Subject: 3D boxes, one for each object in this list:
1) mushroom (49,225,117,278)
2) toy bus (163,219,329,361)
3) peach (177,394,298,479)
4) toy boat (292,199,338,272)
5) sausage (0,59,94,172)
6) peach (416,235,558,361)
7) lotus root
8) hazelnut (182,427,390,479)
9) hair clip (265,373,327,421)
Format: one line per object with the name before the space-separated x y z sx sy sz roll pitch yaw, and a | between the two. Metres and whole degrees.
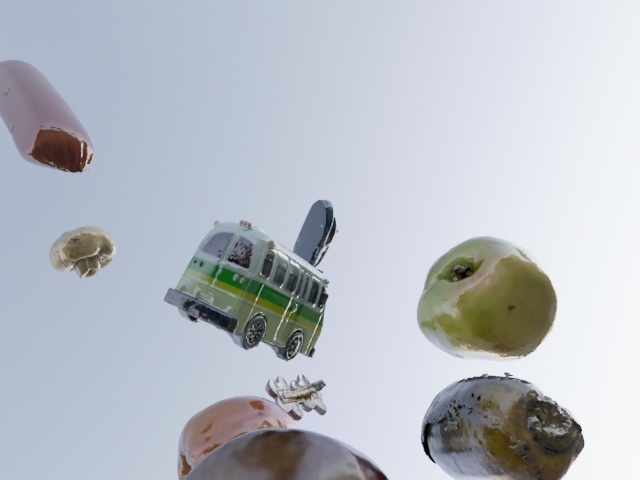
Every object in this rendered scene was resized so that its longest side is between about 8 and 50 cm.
mushroom | -0.553 0.028 1.239 0.148 0.148 0.112 -23 -103 -26
toy bus | -0.088 0.085 0.826 0.164 0.134 0.276 -66 -28 -8
peach | -0.175 0.536 1.251 0.302 0.343 0.342 2 -72 -20
toy boat | 0.000 0.000 1.636 0.092 0.134 0.298 6 -44 -22
sausage | -0.458 -0.207 0.857 0.097 0.348 0.094 10 -66 -48
peach | 0.389 0.140 1.236 0.316 0.314 0.281 28 -120 -28
lotus root | 0.290 0.329 0.911 0.179 0.196 0.397 -32 -15 -22
hazelnut | -0.034 0.456 0.685 0.359 0.409 0.359 -4 -48 -4
hair clip | -0.060 0.444 1.520 0.075 0.146 0.257 -46 -28 24
